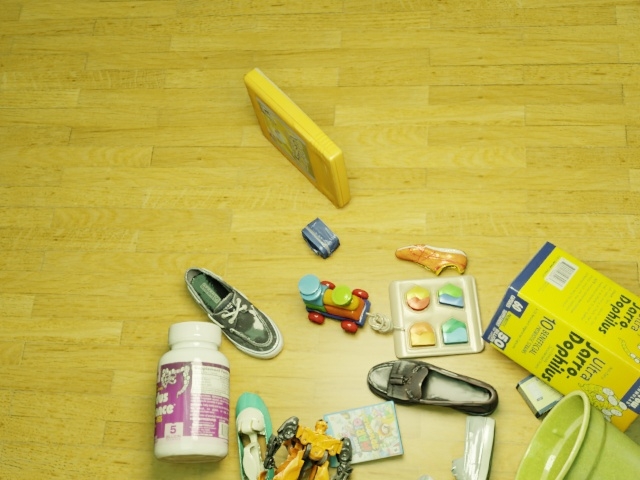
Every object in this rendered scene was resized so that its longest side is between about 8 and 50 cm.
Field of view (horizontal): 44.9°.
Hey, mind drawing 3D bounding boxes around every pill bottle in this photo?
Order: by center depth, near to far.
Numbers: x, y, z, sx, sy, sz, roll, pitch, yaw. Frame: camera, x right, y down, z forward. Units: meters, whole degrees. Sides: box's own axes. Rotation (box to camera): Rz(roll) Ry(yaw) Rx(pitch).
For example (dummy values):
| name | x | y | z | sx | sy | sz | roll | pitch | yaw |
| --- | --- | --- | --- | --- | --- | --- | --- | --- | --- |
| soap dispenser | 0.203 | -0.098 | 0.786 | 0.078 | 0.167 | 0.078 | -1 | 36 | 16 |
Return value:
| name | x | y | z | sx | sy | sz | roll | pitch | yaw |
| --- | --- | --- | --- | --- | --- | --- | --- | --- | --- |
| pill bottle | -0.292 | 0.346 | 1.771 | 0.169 | 0.169 | 0.301 | -5 | 67 | 6 |

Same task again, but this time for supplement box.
| name | x | y | z | sx | sy | sz | roll | pitch | yaw |
| --- | --- | --- | --- | --- | --- | --- | --- | --- | --- |
| supplement box | 0.566 | 0.204 | 1.665 | 0.356 | 0.194 | 0.195 | 34 | 50 | 19 |
| supplement box | 0.496 | 0.337 | 1.727 | 0.083 | 0.056 | 0.083 | -30 | 67 | -5 |

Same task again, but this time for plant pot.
| name | x | y | z | sx | sy | sz | roll | pitch | yaw |
| --- | --- | --- | --- | --- | --- | --- | --- | --- | --- |
| plant pot | 0.570 | 0.487 | 1.563 | 0.254 | 0.276 | 0.276 | 30 | 74 | 4 |

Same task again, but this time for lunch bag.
| name | x | y | z | sx | sy | sz | roll | pitch | yaw |
| --- | --- | --- | --- | --- | --- | --- | --- | --- | --- |
| lunch bag | 0.000 | 0.000 | 1.928 | 0.065 | 0.067 | 0.098 | -41 | 70 | -9 |

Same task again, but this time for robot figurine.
| name | x | y | z | sx | sy | sz | roll | pitch | yaw |
| --- | --- | --- | --- | --- | --- | --- | --- | --- | --- |
| robot figurine | -0.050 | 0.526 | 1.677 | 0.211 | 0.085 | 0.291 | 27 | 73 | -18 |

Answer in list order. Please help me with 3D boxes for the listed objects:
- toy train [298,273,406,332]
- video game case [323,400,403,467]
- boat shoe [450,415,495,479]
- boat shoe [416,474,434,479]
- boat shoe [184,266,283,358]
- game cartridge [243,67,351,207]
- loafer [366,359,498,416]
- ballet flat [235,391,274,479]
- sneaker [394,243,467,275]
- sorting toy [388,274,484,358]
| name | x | y | z | sx | sy | sz | roll | pitch | yaw |
| --- | --- | --- | --- | --- | --- | --- | --- | --- | --- |
| toy train | 0.072 | 0.148 | 1.802 | 0.248 | 0.143 | 0.105 | 13 | 70 | 22 |
| video game case | 0.096 | 0.438 | 1.749 | 0.166 | 0.015 | 0.119 | -14 | 69 | 11 |
| boat shoe | 0.326 | 0.492 | 1.683 | 0.081 | 0.079 | 0.227 | 7 | 64 | 20 |
| boat shoe | 0.199 | 0.617 | 1.652 | 0.076 | 0.083 | 0.226 | 36 | 70 | -12 |
| boat shoe | -0.214 | 0.168 | 1.869 | 0.108 | 0.102 | 0.301 | -44 | 69 | -11 |
| game cartridge | -0.052 | -0.242 | 1.916 | 0.053 | 0.285 | 0.323 | -38 | 68 | -9 |
| loafer | 0.251 | 0.324 | 1.745 | 0.303 | 0.095 | 0.109 | 9 | 71 | 11 |
| ballet flat | -0.150 | 0.456 | 1.751 | 0.083 | 0.087 | 0.247 | -14 | 66 | 5 |
| sneaker | 0.265 | 0.047 | 1.877 | 0.175 | 0.064 | 0.067 | 7 | 79 | 14 |
| sorting toy | 0.272 | 0.177 | 1.834 | 0.208 | 0.038 | 0.193 | -6 | 67 | 6 |
